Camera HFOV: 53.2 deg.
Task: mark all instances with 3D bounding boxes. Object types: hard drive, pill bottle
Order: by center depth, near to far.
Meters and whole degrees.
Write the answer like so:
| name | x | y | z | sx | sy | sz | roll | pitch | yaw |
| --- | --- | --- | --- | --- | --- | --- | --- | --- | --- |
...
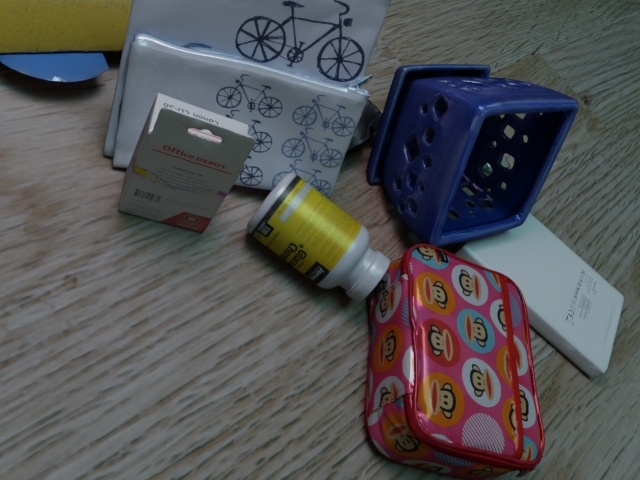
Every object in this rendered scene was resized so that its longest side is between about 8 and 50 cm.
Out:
| name | x | y | z | sx | sy | sz | roll | pitch | yaw |
| --- | --- | --- | --- | --- | --- | --- | --- | --- | --- |
| pill bottle | 0.000 | 0.000 | 0.866 | 0.184 | 0.103 | 0.103 | 37 | 47 | -4 |
| hard drive | 0.383 | 0.063 | 1.103 | 0.307 | 0.040 | 0.203 | 41 | 47 | -1 |

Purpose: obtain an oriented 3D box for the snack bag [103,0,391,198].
| name | x | y | z | sx | sy | sz | roll | pitch | yaw |
| --- | --- | --- | --- | --- | --- | --- | --- | --- | --- |
| snack bag | -0.082 | -0.219 | 0.805 | 0.323 | 0.342 | 0.037 | 9 | 32 | -21 |

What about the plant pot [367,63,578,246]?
| name | x | y | z | sx | sy | sz | roll | pitch | yaw |
| --- | --- | --- | --- | --- | --- | --- | --- | --- | --- |
| plant pot | 0.217 | -0.153 | 1.003 | 0.236 | 0.235 | 0.212 | -11 | 41 | -34 |

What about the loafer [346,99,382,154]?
| name | x | y | z | sx | sy | sz | roll | pitch | yaw |
| --- | --- | --- | --- | --- | --- | --- | --- | --- | --- |
| loafer | 0.050 | -0.184 | 1.045 | 0.061 | 0.062 | 0.170 | 54 | 36 | -12 |

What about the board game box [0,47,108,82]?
| name | x | y | z | sx | sy | sz | roll | pitch | yaw |
| --- | --- | --- | --- | --- | --- | --- | --- | --- | --- |
| board game box | -0.370 | -0.260 | 0.863 | 0.133 | 0.033 | 0.168 | -9 | 58 | -35 |

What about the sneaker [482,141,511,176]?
| name | x | y | z | sx | sy | sz | roll | pitch | yaw |
| --- | --- | --- | --- | --- | --- | --- | --- | --- | --- |
| sneaker | 0.283 | -0.211 | 1.193 | 0.088 | 0.093 | 0.225 | -21 | 73 | -40 |

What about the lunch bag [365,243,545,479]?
| name | x | y | z | sx | sy | sz | roll | pitch | yaw |
| --- | --- | --- | --- | --- | --- | --- | --- | --- | --- |
| lunch bag | 0.194 | 0.169 | 0.870 | 0.258 | 0.120 | 0.293 | 21 | 52 | -23 |

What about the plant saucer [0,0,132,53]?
| name | x | y | z | sx | sy | sz | roll | pitch | yaw |
| --- | --- | --- | --- | --- | --- | --- | --- | --- | --- |
| plant saucer | -0.403 | -0.401 | 0.883 | 0.333 | 0.081 | 0.332 | -15 | 62 | -37 |

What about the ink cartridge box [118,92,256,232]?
| name | x | y | z | sx | sy | sz | roll | pitch | yaw |
| --- | --- | --- | --- | --- | --- | --- | --- | --- | --- |
| ink cartridge box | -0.161 | -0.098 | 0.769 | 0.115 | 0.198 | 0.067 | 16 | 53 | -22 |
